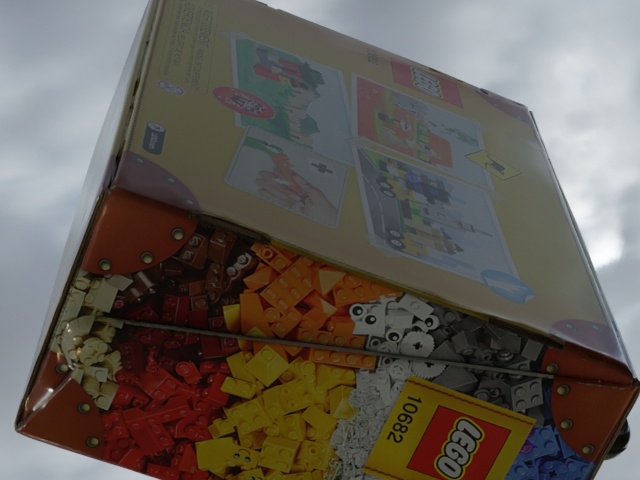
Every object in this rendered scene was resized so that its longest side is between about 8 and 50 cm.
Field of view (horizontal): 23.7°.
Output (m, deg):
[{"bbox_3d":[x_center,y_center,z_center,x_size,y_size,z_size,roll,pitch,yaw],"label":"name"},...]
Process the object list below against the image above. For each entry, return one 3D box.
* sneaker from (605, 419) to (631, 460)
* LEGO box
[{"bbox_3d":[0.226,0.127,1.466,0.222,0.083,0.118,26,-60,-14],"label":"sneaker"},{"bbox_3d":[0.000,0.000,1.200,0.372,0.500,0.193,20,-66,-10],"label":"LEGO box"}]
